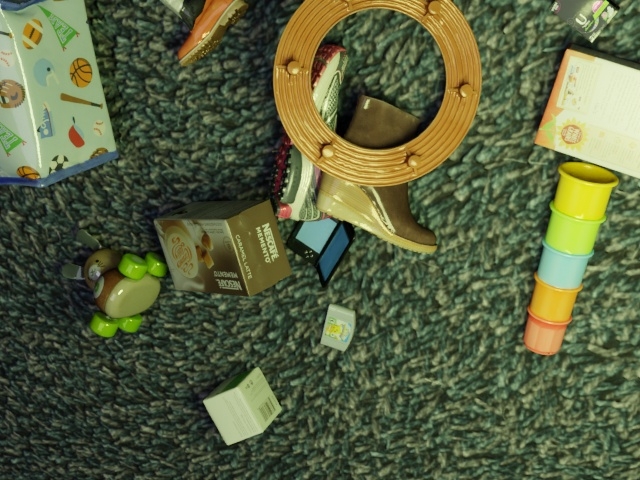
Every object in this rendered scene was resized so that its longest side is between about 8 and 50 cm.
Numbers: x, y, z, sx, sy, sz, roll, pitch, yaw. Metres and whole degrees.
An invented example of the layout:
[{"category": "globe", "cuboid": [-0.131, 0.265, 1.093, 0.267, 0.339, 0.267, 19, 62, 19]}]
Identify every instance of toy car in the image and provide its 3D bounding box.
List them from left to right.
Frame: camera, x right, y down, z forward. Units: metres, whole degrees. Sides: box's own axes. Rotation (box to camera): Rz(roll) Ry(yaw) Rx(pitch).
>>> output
[{"category": "toy car", "cuboid": [-0.407, 0.064, 1.886, 0.188, 0.149, 0.155, 33, 104, 19]}]

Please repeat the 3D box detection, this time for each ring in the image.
[{"category": "ring", "cuboid": [0.094, -0.251, 1.557, 0.336, 0.032, 0.337, -2, 99, -10]}]

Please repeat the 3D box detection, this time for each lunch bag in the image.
[{"category": "lunch bag", "cuboid": [-0.594, -0.270, 1.783, 0.385, 0.239, 0.328, 6, 111, 35]}]

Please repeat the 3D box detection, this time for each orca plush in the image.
[{"category": "orca plush", "cuboid": [-0.281, -0.487, 1.660, 0.287, 0.151, 0.102, 41, 81, 19]}]

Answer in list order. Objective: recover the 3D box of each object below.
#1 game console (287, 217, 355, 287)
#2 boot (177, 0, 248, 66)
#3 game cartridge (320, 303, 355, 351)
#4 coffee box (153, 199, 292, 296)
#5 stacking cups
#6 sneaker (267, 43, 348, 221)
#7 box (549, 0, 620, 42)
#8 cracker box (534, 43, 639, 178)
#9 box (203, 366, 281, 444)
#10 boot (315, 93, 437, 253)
[{"category": "game console", "cuboid": [0.000, 0.000, 1.747, 0.107, 0.071, 0.122, 34, 115, 6]}, {"category": "boot", "cuboid": [-0.202, -0.370, 1.702, 0.084, 0.059, 0.158, 45, 108, 4]}, {"category": "game cartridge", "cuboid": [0.034, 0.160, 1.822, 0.056, 0.017, 0.083, 16, 113, 10]}, {"category": "coffee box", "cuboid": [-0.173, 0.011, 1.737, 0.246, 0.098, 0.141, 2, 114, 52]}, {"category": "stacking cups", "cuboid": [0.398, 0.035, 1.618, 0.096, 0.096, 0.316, 14, 117, 14]}, {"category": "sneaker", "cuboid": [-0.005, -0.179, 1.676, 0.112, 0.121, 0.299, 9, 105, -20]}, {"category": "box", "cuboid": [0.395, -0.347, 1.497, 0.083, 0.052, 0.062, 40, 115, 4]}, {"category": "cracker box", "cuboid": [0.462, -0.188, 1.520, 0.232, 0.067, 0.156, 21, 115, 13]}, {"category": "box", "cuboid": [-0.146, 0.312, 1.890, 0.087, 0.101, 0.102, -26, 97, 25]}, {"category": "boot", "cuboid": [0.126, -0.104, 1.649, 0.248, 0.090, 0.207, 24, 92, -25]}]
